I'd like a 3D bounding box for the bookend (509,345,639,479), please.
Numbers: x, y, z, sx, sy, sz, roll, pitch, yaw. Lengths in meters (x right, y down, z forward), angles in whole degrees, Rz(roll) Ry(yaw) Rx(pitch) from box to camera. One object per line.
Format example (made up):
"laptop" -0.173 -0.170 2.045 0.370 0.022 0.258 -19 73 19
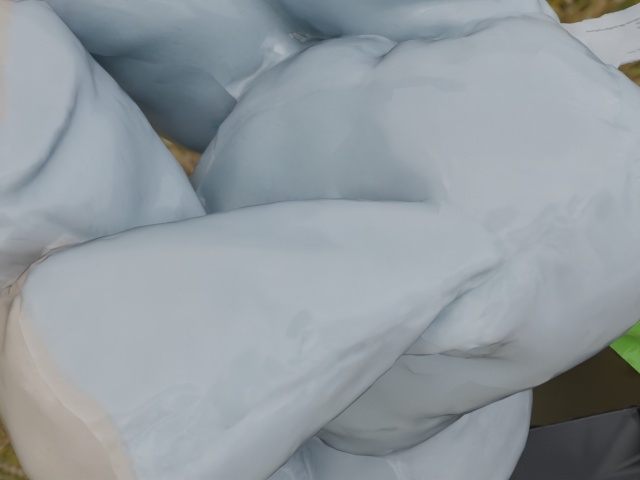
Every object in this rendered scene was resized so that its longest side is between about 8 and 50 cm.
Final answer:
"bookend" 0.063 0.101 0.675 0.156 0.157 0.072 -12 99 -2

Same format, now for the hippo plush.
"hippo plush" 0.000 0.000 0.526 0.294 0.236 0.234 -13 63 -13

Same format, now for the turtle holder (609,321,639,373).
"turtle holder" 0.226 0.059 1.006 0.320 0.243 0.228 -18 125 -51
